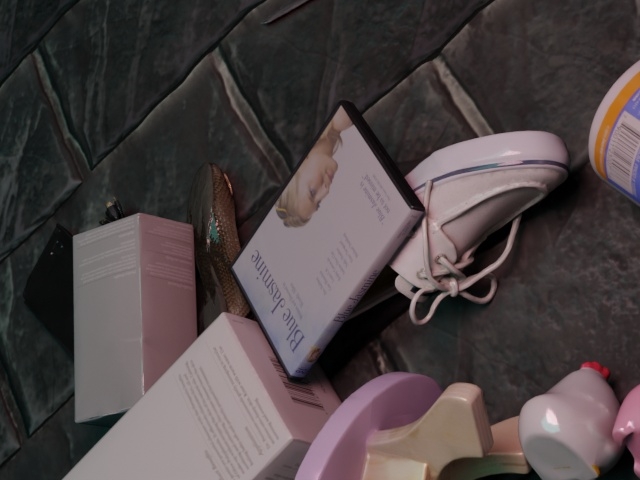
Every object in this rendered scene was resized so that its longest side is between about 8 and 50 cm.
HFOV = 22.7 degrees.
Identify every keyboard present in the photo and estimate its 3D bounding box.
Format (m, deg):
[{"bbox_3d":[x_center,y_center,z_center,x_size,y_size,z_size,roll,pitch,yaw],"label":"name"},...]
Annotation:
[{"bbox_3d":[-0.260,0.074,2.023,0.317,0.033,0.201,41,107,39],"label":"keyboard"}]

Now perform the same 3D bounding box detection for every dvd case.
[{"bbox_3d":[0.000,0.000,1.704,0.253,0.022,0.180,-56,46,27],"label":"dvd case"}]

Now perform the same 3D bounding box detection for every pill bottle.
[{"bbox_3d":[0.389,-0.053,1.459,0.272,0.152,0.152,42,102,39],"label":"pill bottle"}]

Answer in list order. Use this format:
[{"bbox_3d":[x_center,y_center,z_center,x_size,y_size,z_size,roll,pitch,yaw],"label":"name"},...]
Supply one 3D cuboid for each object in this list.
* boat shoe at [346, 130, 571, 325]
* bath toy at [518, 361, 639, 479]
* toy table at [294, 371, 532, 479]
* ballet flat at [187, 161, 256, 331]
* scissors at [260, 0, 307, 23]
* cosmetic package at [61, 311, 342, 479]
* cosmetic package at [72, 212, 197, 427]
[{"bbox_3d":[0.112,0.014,1.672,0.367,0.136,0.156,-24,61,35],"label":"boat shoe"},{"bbox_3d":[0.346,0.164,1.441,0.348,0.151,0.129,-6,37,41],"label":"bath toy"},{"bbox_3d":[0.103,0.243,1.546,0.161,0.252,0.274,5,44,34],"label":"toy table"},{"bbox_3d":[-0.116,0.016,1.915,0.084,0.058,0.249,-54,38,46],"label":"ballet flat"},{"bbox_3d":[0.045,-0.341,1.924,0.297,0.021,0.109,-13,70,37],"label":"scissors"},{"bbox_3d":[-0.144,0.279,1.776,0.365,0.155,0.197,-46,52,19],"label":"cosmetic package"},{"bbox_3d":[-0.220,0.099,1.895,0.127,0.107,0.237,-15,73,38],"label":"cosmetic package"}]
